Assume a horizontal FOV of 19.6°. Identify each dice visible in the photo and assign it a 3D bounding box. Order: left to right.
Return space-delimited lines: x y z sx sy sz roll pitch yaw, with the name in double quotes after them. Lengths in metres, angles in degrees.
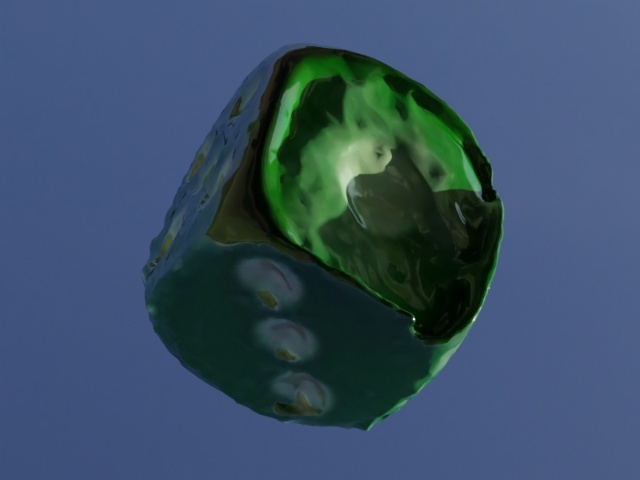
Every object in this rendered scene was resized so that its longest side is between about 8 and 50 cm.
0.000 0.000 0.834 0.128 0.120 0.131 30 -132 -15 "dice"
